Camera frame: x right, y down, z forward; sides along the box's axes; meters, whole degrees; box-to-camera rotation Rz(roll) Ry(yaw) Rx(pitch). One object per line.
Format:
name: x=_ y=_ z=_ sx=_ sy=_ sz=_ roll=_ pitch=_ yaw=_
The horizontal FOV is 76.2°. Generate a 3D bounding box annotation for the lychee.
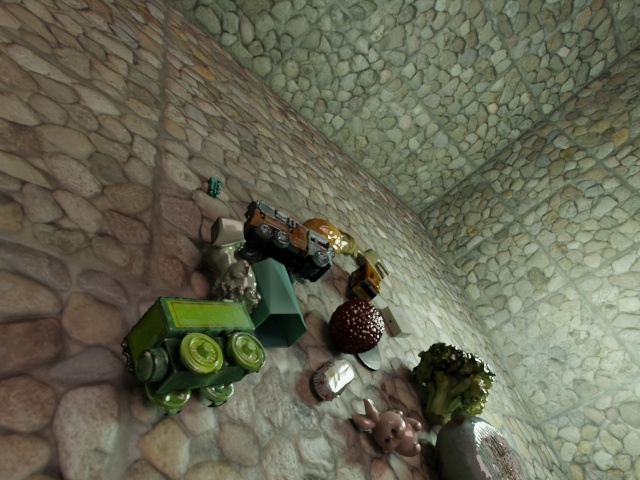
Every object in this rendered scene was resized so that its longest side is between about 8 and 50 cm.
lychee: x=0.113 y=0.288 z=1.334 sx=0.188 sy=0.188 sz=0.188 roll=41 pitch=24 yaw=-23

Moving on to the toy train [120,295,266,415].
toy train: x=-0.237 y=0.215 z=0.807 sx=0.271 sy=0.159 sz=0.188 roll=17 pitch=33 yaw=-53

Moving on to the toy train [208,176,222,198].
toy train: x=-0.351 y=-0.176 z=1.358 sx=0.045 sy=0.029 sz=0.092 roll=28 pitch=32 yaw=-29

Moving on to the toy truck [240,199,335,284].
toy truck: x=-0.094 y=0.006 z=1.317 sx=0.338 sy=0.133 sz=0.185 roll=27 pitch=41 yaw=-21

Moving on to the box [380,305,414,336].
box: x=0.338 y=0.358 z=1.798 sx=0.130 sy=0.051 sz=0.129 roll=19 pitch=38 yaw=-52

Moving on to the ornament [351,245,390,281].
ornament: x=0.225 y=0.096 z=1.977 sx=0.245 sy=0.061 sz=0.230 roll=55 pitch=25 yaw=7

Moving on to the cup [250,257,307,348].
cup: x=-0.126 y=0.160 z=1.123 sx=0.147 sy=0.134 sz=0.236 roll=7 pitch=36 yaw=-20

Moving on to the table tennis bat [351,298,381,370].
table tennis bat: x=0.153 y=0.340 z=1.515 sx=0.173 sy=0.022 sz=0.301 roll=34 pitch=29 yaw=-35

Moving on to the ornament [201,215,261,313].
ornament: x=-0.240 y=0.069 z=1.057 sx=0.120 sy=0.130 sz=0.286 roll=-2 pitch=51 yaw=-32

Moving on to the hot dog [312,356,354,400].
hot dog: x=0.037 y=0.397 z=1.173 sx=0.099 sy=0.053 sz=0.192 roll=54 pitch=25 yaw=11

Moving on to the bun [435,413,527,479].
bun: x=0.513 y=0.747 z=1.321 sx=0.362 sy=0.211 sz=0.362 roll=43 pitch=25 yaw=-25

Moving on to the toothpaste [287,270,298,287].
toothpaste: x=-0.099 y=0.133 z=1.347 sx=0.062 sy=0.037 sz=0.216 roll=46 pitch=17 yaw=-1

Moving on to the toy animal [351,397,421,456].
toy animal: x=0.190 y=0.542 z=1.163 sx=0.212 sy=0.124 sz=0.124 roll=31 pitch=29 yaw=-26

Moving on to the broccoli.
broccoli: x=0.483 y=0.562 z=1.562 sx=0.293 sy=0.348 sz=0.281 roll=20 pitch=46 yaw=28

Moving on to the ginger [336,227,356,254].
ginger: x=0.070 y=0.005 z=1.777 sx=0.262 sy=0.116 sz=0.110 roll=21 pitch=77 yaw=-58

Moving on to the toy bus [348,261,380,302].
toy bus: x=0.188 y=0.178 z=1.697 sx=0.098 sy=0.114 sz=0.201 roll=48 pitch=15 yaw=-9

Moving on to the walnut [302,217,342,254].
walnut: x=0.000 y=0.000 z=1.577 sx=0.206 sy=0.159 sz=0.159 roll=35 pitch=27 yaw=-42
